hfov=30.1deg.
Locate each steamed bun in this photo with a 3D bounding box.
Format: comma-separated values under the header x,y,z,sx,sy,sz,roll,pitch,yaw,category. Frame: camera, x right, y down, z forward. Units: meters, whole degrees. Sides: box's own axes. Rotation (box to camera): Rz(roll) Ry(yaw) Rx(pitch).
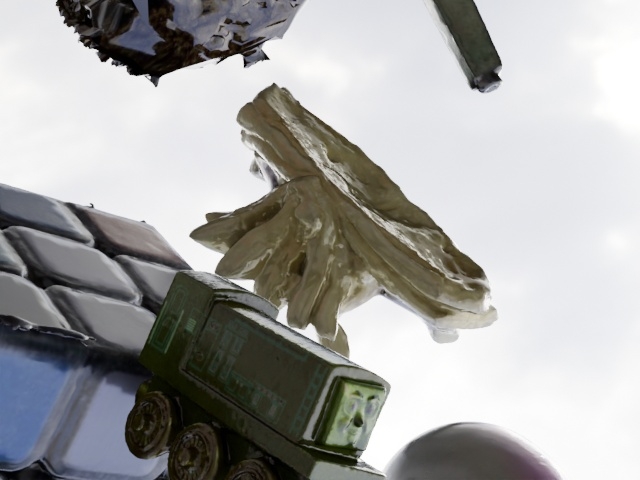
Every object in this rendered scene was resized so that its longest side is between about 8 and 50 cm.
x,y,z,sx,sy,sz,roll,pitch,yaw,category
0.000,0.000,1.462,0.428,0.189,0.247,44,-162,18,steamed bun

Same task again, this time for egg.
x,y,z,sx,sy,sz,roll,pitch,yaw,category
0.141,0.269,1.008,0.196,0.196,0.271,-4,-149,-3,egg

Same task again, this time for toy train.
x,y,z,sx,sy,sz,roll,pitch,yaw,category
-0.043,0.114,0.802,0.090,0.137,0.225,24,179,-43,toy train

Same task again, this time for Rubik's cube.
x,y,z,sx,sy,sz,roll,pitch,yaw,category
-0.288,0.163,1.034,0.362,0.358,0.363,15,-165,-40,Rubik's cube

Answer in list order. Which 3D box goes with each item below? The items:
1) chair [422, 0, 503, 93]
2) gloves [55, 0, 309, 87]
x,y,z,sx,sy,sz,roll,pitch,yaw,category
0.079,-0.226,0.544,0.147,0.270,0.136,-24,164,-11,chair
-0.057,-0.234,0.712,0.210,0.312,0.135,-6,-150,-37,gloves
